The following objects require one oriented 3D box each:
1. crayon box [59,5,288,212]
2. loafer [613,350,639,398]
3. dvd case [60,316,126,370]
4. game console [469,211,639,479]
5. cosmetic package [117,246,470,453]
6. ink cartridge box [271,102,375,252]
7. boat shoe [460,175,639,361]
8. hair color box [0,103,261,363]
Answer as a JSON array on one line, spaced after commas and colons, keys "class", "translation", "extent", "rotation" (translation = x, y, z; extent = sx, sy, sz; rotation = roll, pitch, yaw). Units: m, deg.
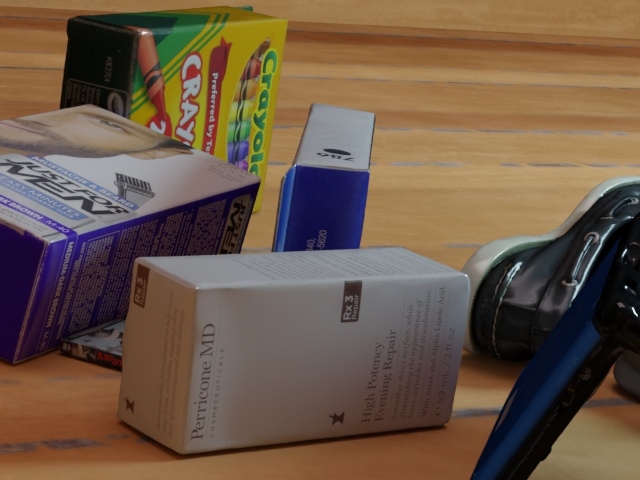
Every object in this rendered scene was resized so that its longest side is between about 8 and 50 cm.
[{"class": "crayon box", "translation": [-0.127, -0.117, 1.883], "extent": [0.081, 0.202, 0.318], "rotation": [15, 16, 25]}, {"class": "loafer", "translation": [0.331, 0.100, 1.476], "extent": [0.251, 0.087, 0.094], "rotation": [17, 16, 36]}, {"class": "dvd case", "translation": [-0.118, 0.083, 1.459], "extent": [0.119, 0.013, 0.087], "rotation": [13, 14, 24]}, {"class": "game console", "translation": [0.242, 0.089, 1.290], "extent": [0.173, 0.250, 0.293], "rotation": [35, 17, 4]}, {"class": "cosmetic package", "translation": [-0.016, 0.071, 1.346], "extent": [0.231, 0.117, 0.085], "rotation": [-4, 16, -37]}, {"class": "ink cartridge box", "translation": [0.000, 0.000, 1.546], "extent": [0.065, 0.165, 0.333], "rotation": [9, 14, 2]}, {"class": "boat shoe", "translation": [0.242, 0.029, 1.645], "extent": [0.113, 0.127, 0.340], "rotation": [18, 18, 33]}, {"class": "hair color box", "translation": [-0.209, -0.016, 1.569], "extent": [0.185, 0.110, 0.339], "rotation": [24, 17, 19]}]
